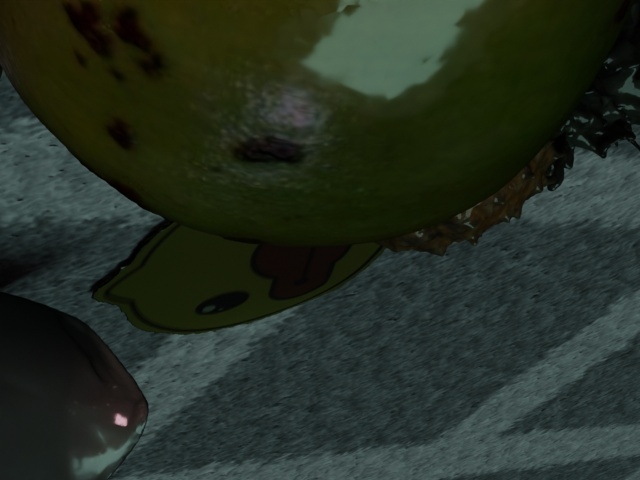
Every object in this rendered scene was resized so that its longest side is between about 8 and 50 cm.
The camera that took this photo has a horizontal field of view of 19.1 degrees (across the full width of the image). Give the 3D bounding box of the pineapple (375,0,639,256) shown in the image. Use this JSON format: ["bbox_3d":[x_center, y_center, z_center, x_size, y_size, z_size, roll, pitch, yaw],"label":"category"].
[{"bbox_3d":[0.134,-0.077,1.150,0.248,0.128,0.128,-19,157,-20],"label":"pineapple"}]

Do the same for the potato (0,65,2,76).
[{"bbox_3d":[-0.251,-0.065,0.814,0.251,0.113,0.149,-16,-171,12],"label":"potato"}]

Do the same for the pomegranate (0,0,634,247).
[{"bbox_3d":[-0.031,-0.142,0.667,0.323,0.291,0.291,7,144,-36],"label":"pomegranate"}]

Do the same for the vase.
[{"bbox_3d":[-0.280,0.076,1.094,0.251,0.156,0.301,-5,161,29],"label":"vase"}]

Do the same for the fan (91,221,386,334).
[{"bbox_3d":[0.000,-0.001,1.325,0.335,0.011,0.229,-13,155,-19],"label":"fan"}]
